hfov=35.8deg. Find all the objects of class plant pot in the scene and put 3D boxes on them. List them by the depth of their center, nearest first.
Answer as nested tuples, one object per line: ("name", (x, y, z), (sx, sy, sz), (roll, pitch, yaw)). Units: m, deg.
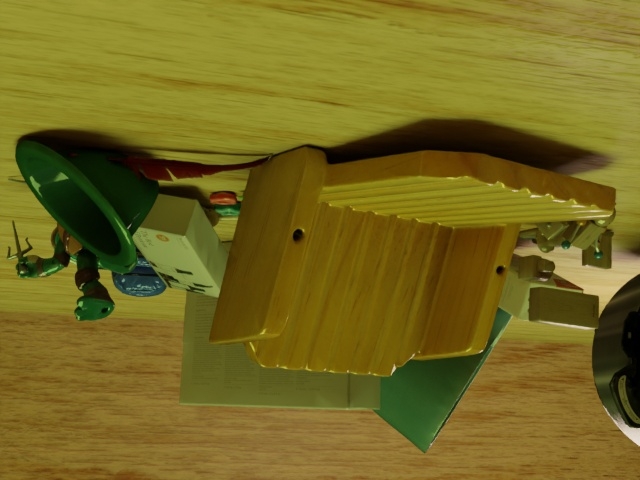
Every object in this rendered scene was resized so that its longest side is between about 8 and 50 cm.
("plant pot", (0.161, 0.179, 1.715), (0.235, 0.293, 0.293), (32, 176, 12))

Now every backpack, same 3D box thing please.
("backpack", (-0.278, 0.024, 1.522), (0.098, 0.120, 0.101), (3, 170, -4))

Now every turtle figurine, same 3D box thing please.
("turtle figurine", (-0.324, -0.010, 1.291), (0.118, 0.175, 0.234), (-11, -139, -36))

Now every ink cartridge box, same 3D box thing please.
("ink cartridge box", (0.320, 0.070, 1.634), (0.115, 0.067, 0.198), (8, -166, -28))

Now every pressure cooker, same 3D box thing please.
("pressure cooker", (0.650, 0.187, 1.589), (0.375, 0.370, 0.420), (26, 170, 4))

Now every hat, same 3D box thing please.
("hat", (-0.212, -0.087, 1.146), (0.208, 0.183, 0.173), (45, 154, -5))

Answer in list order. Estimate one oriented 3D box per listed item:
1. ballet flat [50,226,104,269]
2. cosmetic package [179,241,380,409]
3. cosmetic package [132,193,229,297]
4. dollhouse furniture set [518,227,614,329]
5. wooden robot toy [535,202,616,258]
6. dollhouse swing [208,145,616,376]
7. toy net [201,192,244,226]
("ballet flat", (-0.331, 0.008, 1.616), (0.221, 0.077, 0.079), (6, -171, -24))
("cosmetic package", (-0.071, 0.139, 1.675), (0.377, 0.284, 0.097), (-5, 170, 38))
("cosmetic package", (-0.196, 0.010, 1.399), (0.099, 0.060, 0.239), (9, 158, 13))
("dollhouse furniture set", (0.351, 0.059, 1.520), (0.144, 0.151, 0.123), (9, 168, -27))
("wooden robot toy", (0.346, -0.034, 1.301), (0.173, 0.076, 0.079), (13, 130, -48))
("dollhouse swing", (0.119, 0.047, 1.149), (0.347, 0.315, 0.305), (10, -172, -37))
("toy net", (-0.141, -0.030, 1.397), (0.232, 0.045, 0.122), (-5, 169, 35))
